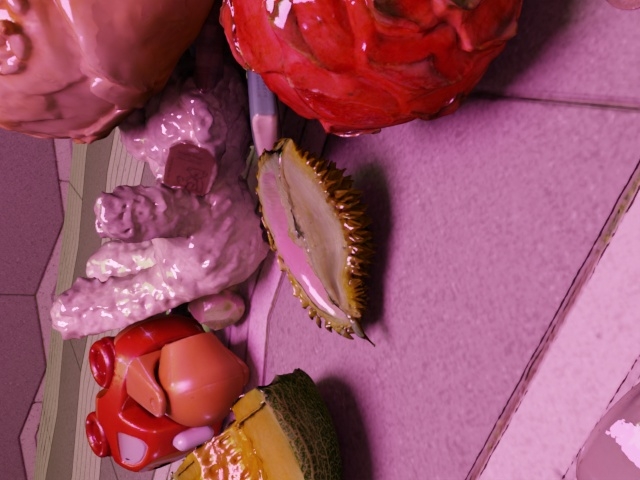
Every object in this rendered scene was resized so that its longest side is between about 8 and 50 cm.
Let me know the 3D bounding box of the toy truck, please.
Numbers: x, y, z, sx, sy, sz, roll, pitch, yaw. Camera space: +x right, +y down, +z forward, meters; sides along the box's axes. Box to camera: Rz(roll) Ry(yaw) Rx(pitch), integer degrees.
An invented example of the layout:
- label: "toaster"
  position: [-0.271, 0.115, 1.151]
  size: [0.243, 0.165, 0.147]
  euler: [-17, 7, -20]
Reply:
- label: "toy truck"
  position: [-0.216, 0.240, 0.895]
  size: [0.239, 0.189, 0.264]
  euler: [22, 113, 42]

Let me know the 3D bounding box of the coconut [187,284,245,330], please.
- label: "coconut"
  position: [-0.152, 0.095, 0.901]
  size: [0.081, 0.083, 0.082]
  euler: [-47, 46, -8]

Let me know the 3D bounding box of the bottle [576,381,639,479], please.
- label: "bottle"
  position: [0.226, 0.158, 0.242]
  size: [0.233, 0.110, 0.109]
  euler: [52, 129, 48]

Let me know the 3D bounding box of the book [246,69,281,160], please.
- label: "book"
  position: [-0.075, -0.247, 0.748]
  size: [0.264, 0.031, 0.379]
  euler: [92, 172, -71]

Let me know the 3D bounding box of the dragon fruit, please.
- label: "dragon fruit"
  position: [0.043, -0.203, 0.487]
  size: [0.252, 0.241, 0.240]
  euler: [109, 153, -64]

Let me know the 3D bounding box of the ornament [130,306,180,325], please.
- label: "ornament"
  position: [-0.306, 0.150, 1.143]
  size: [0.251, 0.106, 0.260]
  euler: [-55, 47, 43]

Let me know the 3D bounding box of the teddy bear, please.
- label: "teddy bear"
  position: [-0.231, -0.098, 0.797]
  size: [0.327, 0.376, 0.362]
  euler: [-79, -27, -60]

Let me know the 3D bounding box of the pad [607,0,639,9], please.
- label: "pad"
  position: [0.271, -0.253, 0.325]
  size: [0.266, 0.002, 0.176]
  euler: [-10, 78, 58]

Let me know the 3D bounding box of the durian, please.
- label: "durian"
  position: [0.007, -0.003, 0.638]
  size: [0.137, 0.096, 0.220]
  euler: [-1, 108, 68]

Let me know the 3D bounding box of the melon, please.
- label: "melon"
  position: [-0.039, 0.259, 0.668]
  size: [0.169, 0.129, 0.265]
  euler: [55, 132, 17]

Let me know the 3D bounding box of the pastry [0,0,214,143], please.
- label: "pastry"
  position: [-0.264, -0.294, 0.626]
  size: [0.410, 0.245, 0.409]
  euler: [-24, 55, 39]
